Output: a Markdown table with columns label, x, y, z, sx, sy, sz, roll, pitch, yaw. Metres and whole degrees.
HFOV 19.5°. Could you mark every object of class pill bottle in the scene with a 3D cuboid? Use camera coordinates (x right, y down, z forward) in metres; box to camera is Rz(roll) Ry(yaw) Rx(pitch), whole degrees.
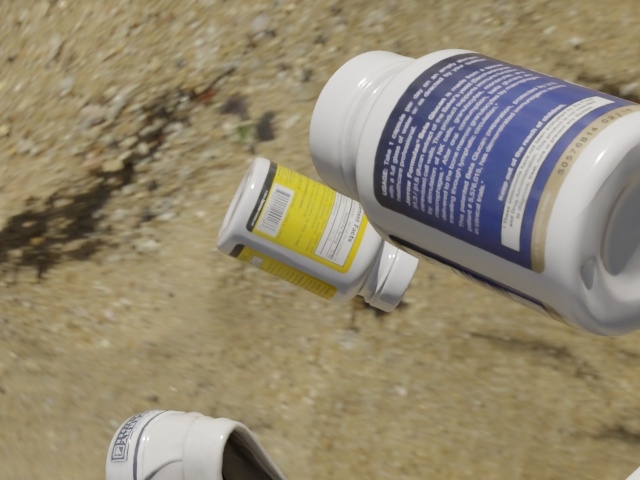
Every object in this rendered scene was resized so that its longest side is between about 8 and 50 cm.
| label | x | y | z | sx | sy | sz | roll | pitch | yaw |
| --- | --- | --- | --- | --- | --- | --- | --- | --- | --- |
| pill bottle | 0.075 | -0.029 | 0.795 | 0.094 | 0.169 | 0.094 | -19 | 120 | -37 |
| pill bottle | 0.000 | 0.000 | 1.147 | 0.116 | 0.065 | 0.065 | 25 | 84 | -8 |

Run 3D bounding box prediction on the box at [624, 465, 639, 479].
| label | x | y | z | sx | sy | sz | roll | pitch | yaw |
| --- | --- | --- | --- | --- | --- | --- | --- | --- | --- |
| box | 0.067 | 0.130 | 0.501 | 0.322 | 0.232 | 0.058 | -39 | 72 | -12 |

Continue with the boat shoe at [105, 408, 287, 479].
| label | x | y | z | sx | sy | sz | roll | pitch | yaw |
| --- | --- | --- | --- | --- | --- | --- | --- | --- | --- |
| boat shoe | -0.028 | 0.203 | 1.101 | 0.096 | 0.088 | 0.267 | -54 | 129 | -44 |
